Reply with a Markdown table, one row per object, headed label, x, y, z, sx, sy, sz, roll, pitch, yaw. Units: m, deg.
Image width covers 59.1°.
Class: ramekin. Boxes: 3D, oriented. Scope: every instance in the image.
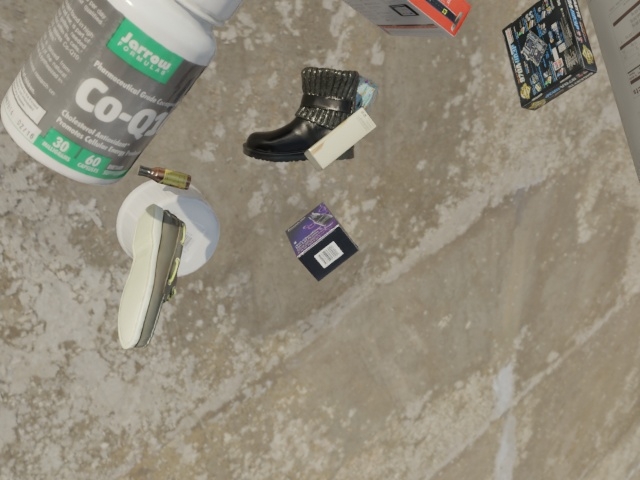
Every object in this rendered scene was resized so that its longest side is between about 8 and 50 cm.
| label | x | y | z | sx | sy | sz | roll | pitch | yaw |
| --- | --- | --- | --- | --- | --- | --- | --- | --- | --- |
| ramekin | -0.422 | -0.029 | 1.606 | 0.277 | 0.135 | 0.277 | -16 | 121 | -29 |

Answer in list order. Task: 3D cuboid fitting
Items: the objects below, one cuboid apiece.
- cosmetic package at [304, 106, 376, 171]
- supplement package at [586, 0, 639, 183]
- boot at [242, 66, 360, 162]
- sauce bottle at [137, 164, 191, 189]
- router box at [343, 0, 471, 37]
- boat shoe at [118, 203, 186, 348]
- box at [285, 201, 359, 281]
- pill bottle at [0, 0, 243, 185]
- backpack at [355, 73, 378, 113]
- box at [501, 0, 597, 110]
| label | x | y | z | sx | sy | sz | roll | pitch | yaw |
| --- | --- | --- | --- | --- | --- | --- | --- | --- | --- |
| cosmetic package | 0.031 | -0.166 | 0.936 | 0.115 | 0.060 | 0.041 | -39 | 98 | -7 |
| supplement package | 0.352 | -0.191 | 0.511 | 0.139 | 0.134 | 0.244 | -14 | 87 | 1 |
| boot | -0.059 | -0.368 | 1.638 | 0.348 | 0.131 | 0.260 | -1 | 109 | 2 |
| sauce bottle | -0.389 | -0.159 | 1.406 | 0.128 | 0.042 | 0.042 | 14 | 105 | -20 |
| router box | 0.152 | -0.610 | 1.369 | 0.301 | 0.335 | 0.082 | 26 | 99 | -28 |
| boat shoe | -0.330 | 0.074 | 1.132 | 0.091 | 0.109 | 0.305 | 28 | 52 | -40 |
| box | 0.000 | 0.000 | 1.654 | 0.153 | 0.207 | 0.108 | -39 | 116 | 3 |
| pill bottle | -0.282 | -0.273 | 0.821 | 0.204 | 0.204 | 0.361 | 23 | 118 | -45 |
| backpack | 0.105 | -0.440 | 1.805 | 0.115 | 0.152 | 0.182 | 29 | 80 | -3 |
| box | 0.518 | -0.438 | 1.295 | 0.051 | 0.175 | 0.220 | 2 | 71 | -30 |
